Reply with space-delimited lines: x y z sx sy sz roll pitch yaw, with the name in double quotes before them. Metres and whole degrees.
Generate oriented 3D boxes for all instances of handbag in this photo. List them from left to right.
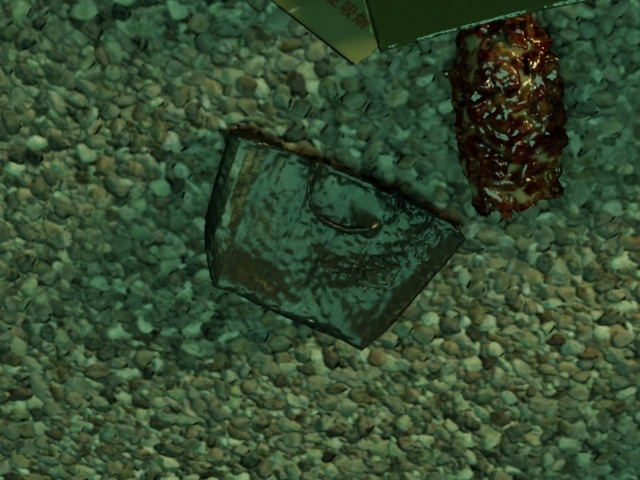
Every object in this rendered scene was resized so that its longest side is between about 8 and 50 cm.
"handbag" 0.000 0.000 1.728 0.270 0.088 0.175 24 114 -9

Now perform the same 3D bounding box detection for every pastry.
"pastry" 0.182 -0.125 1.614 0.115 0.097 0.208 -6 121 -2

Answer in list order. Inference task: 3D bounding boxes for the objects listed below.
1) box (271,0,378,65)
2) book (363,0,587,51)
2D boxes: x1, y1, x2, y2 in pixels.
"box" 0.068 -0.316 1.463 0.310 0.084 0.198 -37 127 27
"book" 0.132 -0.331 1.369 0.260 0.043 0.371 -13 136 5
